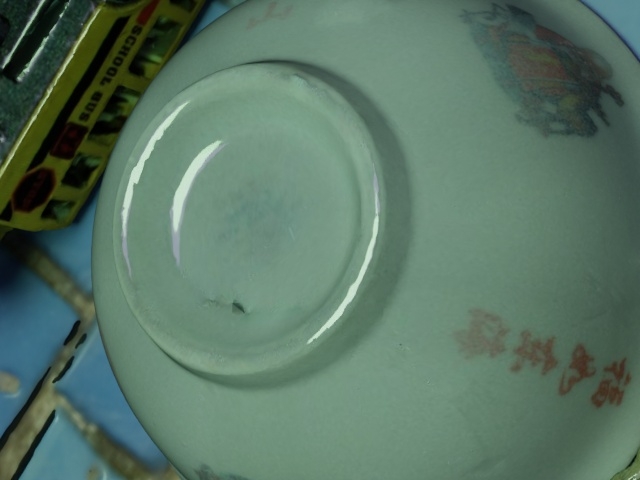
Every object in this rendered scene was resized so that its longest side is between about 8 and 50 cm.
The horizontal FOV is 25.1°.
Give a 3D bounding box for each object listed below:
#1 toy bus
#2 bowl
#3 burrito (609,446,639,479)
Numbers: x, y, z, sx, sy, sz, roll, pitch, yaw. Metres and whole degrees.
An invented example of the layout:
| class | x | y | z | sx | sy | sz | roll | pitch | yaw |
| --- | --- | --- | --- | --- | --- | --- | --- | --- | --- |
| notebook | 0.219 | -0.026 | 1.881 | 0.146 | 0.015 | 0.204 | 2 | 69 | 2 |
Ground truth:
| class | x | y | z | sx | sy | sz | roll | pitch | yaw |
| --- | --- | --- | --- | --- | --- | --- | --- | --- | --- |
| toy bus | -0.158 | -0.116 | 0.824 | 0.121 | 0.123 | 0.336 | 36 | 100 | 26 |
| bowl | 0.000 | 0.000 | 0.705 | 0.345 | 0.157 | 0.346 | -5 | 79 | 26 |
| burrito | 0.194 | 0.084 | 0.653 | 0.188 | 0.045 | 0.058 | -47 | 68 | 12 |
